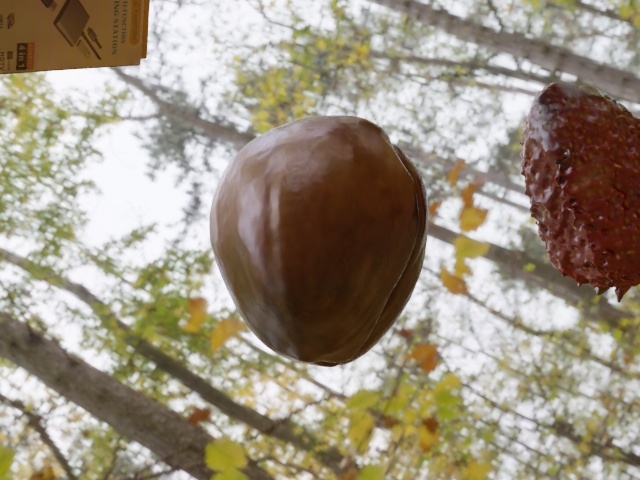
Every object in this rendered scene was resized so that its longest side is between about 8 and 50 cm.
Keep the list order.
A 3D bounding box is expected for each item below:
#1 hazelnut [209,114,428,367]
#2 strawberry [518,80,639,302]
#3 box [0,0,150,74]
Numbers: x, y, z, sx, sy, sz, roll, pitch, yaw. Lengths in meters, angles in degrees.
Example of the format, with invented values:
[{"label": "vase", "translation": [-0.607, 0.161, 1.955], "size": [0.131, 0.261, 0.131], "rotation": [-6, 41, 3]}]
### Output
[{"label": "hazelnut", "translation": [0.000, 0.000, 1.477], "size": [0.372, 0.315, 0.372], "rotation": [-6, -90, -68]}, {"label": "strawberry", "translation": [0.456, -0.083, 1.729], "size": [0.343, 0.292, 0.292], "rotation": [40, -107, -25]}, {"label": "box", "translation": [-0.293, -0.262, 1.211], "size": [0.247, 0.033, 0.129], "rotation": [-13, -61, -41]}]
